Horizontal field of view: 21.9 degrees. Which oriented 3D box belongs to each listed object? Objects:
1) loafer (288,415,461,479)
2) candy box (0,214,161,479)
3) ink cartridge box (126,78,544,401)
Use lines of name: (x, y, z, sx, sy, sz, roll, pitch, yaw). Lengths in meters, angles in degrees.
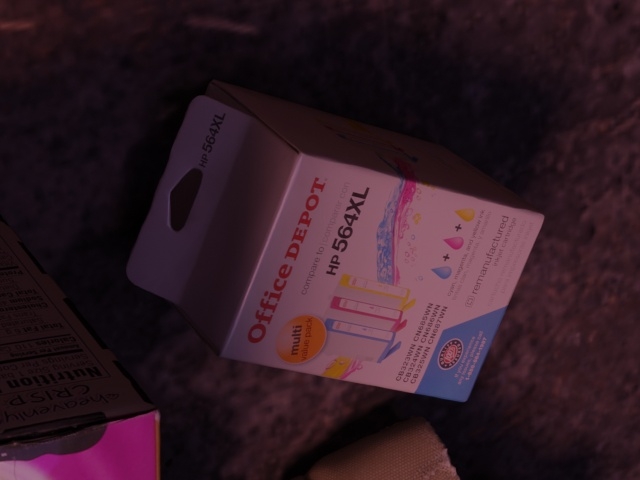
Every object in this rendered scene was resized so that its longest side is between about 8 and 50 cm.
loafer: (0.090, 0.180, 0.813, 0.092, 0.102, 0.268, -44, 125, 3)
candy box: (-0.126, 0.079, 0.567, 0.071, 0.233, 0.159, -10, 117, -24)
ink cartridge box: (0.000, 0.000, 0.687, 0.143, 0.090, 0.092, 12, 106, -33)
